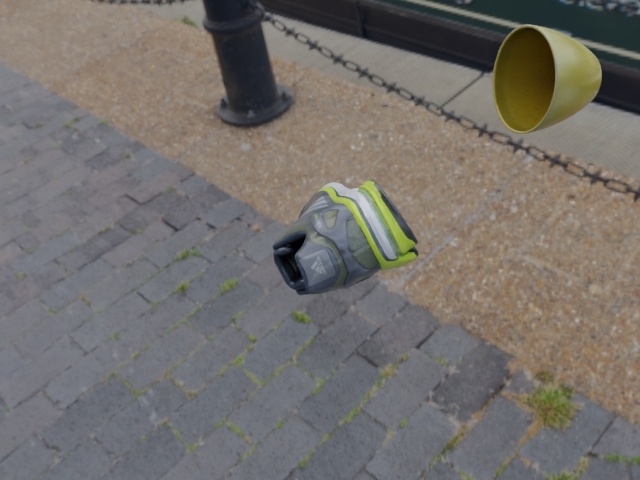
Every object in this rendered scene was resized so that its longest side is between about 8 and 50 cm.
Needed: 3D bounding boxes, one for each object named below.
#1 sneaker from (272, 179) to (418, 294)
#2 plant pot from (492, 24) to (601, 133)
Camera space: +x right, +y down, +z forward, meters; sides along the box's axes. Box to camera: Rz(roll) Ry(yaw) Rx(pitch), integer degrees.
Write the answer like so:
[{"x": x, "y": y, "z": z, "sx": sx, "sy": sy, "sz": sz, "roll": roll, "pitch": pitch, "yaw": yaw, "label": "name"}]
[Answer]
[{"x": 0.000, "y": 0.000, "z": 0.706, "sx": 0.121, "sy": 0.111, "sz": 0.300, "roll": -27, "pitch": 3, "yaw": -10, "label": "sneaker"}, {"x": 0.300, "y": -0.208, "z": 0.801, "sx": 0.095, "sy": 0.134, "sz": 0.134, "roll": -7, "pitch": 40, "yaw": -17, "label": "plant pot"}]
